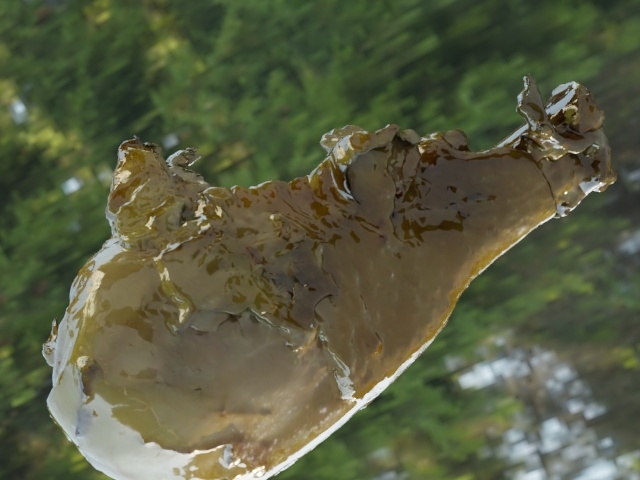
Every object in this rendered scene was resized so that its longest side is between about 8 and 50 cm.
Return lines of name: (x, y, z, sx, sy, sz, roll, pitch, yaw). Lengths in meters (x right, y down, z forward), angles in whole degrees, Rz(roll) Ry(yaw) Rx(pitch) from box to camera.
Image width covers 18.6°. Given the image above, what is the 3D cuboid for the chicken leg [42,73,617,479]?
chicken leg: (0.002, 0.003, 0.626, 0.101, 0.207, 0.085, 48, 160, 34)
